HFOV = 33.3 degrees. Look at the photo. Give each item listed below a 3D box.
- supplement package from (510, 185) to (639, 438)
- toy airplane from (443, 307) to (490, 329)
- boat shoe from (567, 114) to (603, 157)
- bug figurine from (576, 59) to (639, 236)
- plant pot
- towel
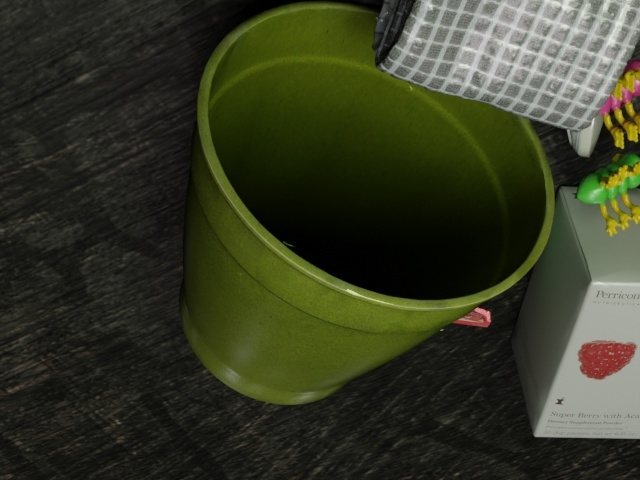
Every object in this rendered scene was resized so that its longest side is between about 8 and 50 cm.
[{"bbox_3d":[0.369,0.096,1.360,0.178,0.175,0.293,2,133,-5],"label":"supplement package"},{"bbox_3d":[0.154,0.068,1.416,0.151,0.028,0.151,9,135,9],"label":"toy airplane"},{"bbox_3d":[0.280,-0.171,1.183,0.063,0.066,0.184,14,144,25],"label":"boat shoe"},{"bbox_3d":[0.371,-0.137,1.174,0.216,0.072,0.279,-26,132,-18],"label":"bug figurine"},{"bbox_3d":[0.000,0.000,1.154,0.367,0.366,0.353,13,143,-16],"label":"plant pot"},{"bbox_3d":[0.201,-0.259,1.009,0.235,0.121,0.283,15,120,-12],"label":"towel"}]
